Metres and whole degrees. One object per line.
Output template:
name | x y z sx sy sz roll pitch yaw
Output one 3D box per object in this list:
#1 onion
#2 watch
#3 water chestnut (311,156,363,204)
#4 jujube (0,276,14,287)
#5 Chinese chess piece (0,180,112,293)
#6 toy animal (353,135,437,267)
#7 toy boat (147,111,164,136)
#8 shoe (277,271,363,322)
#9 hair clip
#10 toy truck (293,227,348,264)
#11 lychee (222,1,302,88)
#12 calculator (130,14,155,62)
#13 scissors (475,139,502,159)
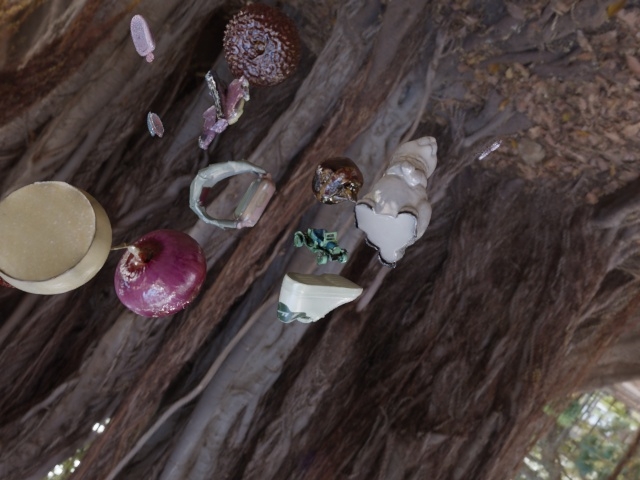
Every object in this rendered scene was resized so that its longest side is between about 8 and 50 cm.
onion | -0.611 0.102 2.004 0.358 0.358 0.345 35 137 30
watch | -0.310 -0.162 1.764 0.241 0.253 0.162 32 172 -20
water chestnut | 0.077 -0.243 2.207 0.238 0.224 0.224 64 -166 22
jujube | -0.972 0.074 1.775 0.190 0.255 0.190 -16 -90 -77
Chinese chess piece | -0.794 -0.010 1.540 0.338 0.338 0.140 34 163 10
toy animal | 0.228 -0.133 1.463 0.194 0.357 0.258 20 138 9
toy boat | -0.606 -0.408 1.888 0.122 0.034 0.096 -5 109 56
shoe | -0.001 0.196 1.692 0.132 0.160 0.363 29 -167 37
hair clip | -0.205 -0.287 1.096 0.056 0.146 0.187 29 -148 -43
toy truck | 0.001 0.001 1.331 0.080 0.078 0.154 -4 -155 -34
lychee | -0.189 -0.626 1.696 0.264 0.264 0.300 34 -167 -11
calculator | -0.641 -0.728 1.892 0.103 0.166 0.024 -14 -173 39
scissors | 0.593 -0.324 1.902 0.015 0.100 0.189 50 -177 -5
